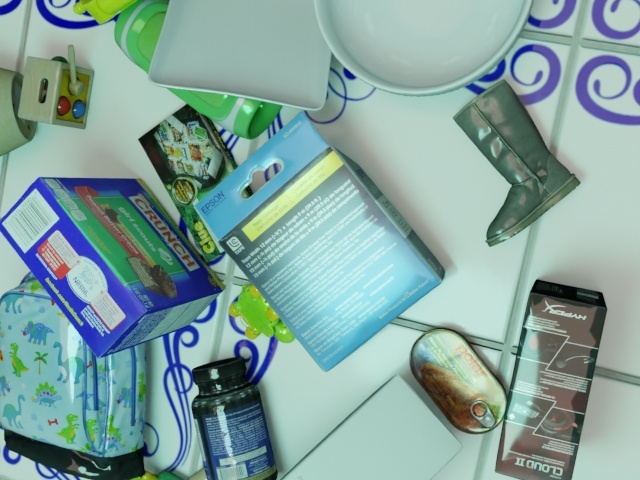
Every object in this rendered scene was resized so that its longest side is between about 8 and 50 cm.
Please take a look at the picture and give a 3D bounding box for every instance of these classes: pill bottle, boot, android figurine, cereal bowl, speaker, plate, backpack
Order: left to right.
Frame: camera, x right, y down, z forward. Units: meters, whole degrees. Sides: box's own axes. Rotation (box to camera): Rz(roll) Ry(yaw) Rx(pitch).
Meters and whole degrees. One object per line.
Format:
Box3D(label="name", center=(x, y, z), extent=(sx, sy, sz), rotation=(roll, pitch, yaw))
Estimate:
Box3D(label="backpack", center=(-0.439, 0.216, 1.453), extent=(0.290, 0.273, 0.356), rotation=(10, 83, 29))
Box3D(label="android figurine", center=(-0.309, -0.462, 1.391), extent=(0.272, 0.248, 0.056), rotation=(-21, 129, 29))
Box3D(label="speaker", center=(-0.207, -0.298, 1.406), extent=(0.296, 0.131, 0.131), rotation=(36, 102, 11))
Box3D(label="pill bottle", center=(-0.154, 0.319, 1.423), extent=(0.122, 0.123, 0.219), rotation=(-12, 89, 16))
Box3D(label="plate", center=(-0.115, -0.333, 1.338), extent=(0.277, 0.045, 0.277), rotation=(9, 63, -2))
Box3D(label="cereal bowl", center=(0.167, -0.388, 1.284), extent=(0.338, 0.141, 0.339), rotation=(1, 93, 17))
Box3D(label="boot", center=(0.280, -0.120, 1.300), extent=(0.189, 0.076, 0.208), rotation=(-40, 89, 0))

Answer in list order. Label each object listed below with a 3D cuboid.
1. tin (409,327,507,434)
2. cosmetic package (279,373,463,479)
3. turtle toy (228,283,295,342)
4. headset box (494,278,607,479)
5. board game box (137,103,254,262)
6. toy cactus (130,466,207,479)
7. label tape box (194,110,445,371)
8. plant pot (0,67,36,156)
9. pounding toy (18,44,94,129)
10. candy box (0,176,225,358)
Box3D(label="tin", center=(0.227, 0.228, 1.354), extent=(0.106, 0.040, 0.190), rotation=(-40, 82, 18))
Box3D(label="cosmetic package", center=(0.025, 0.391, 1.262), extent=(0.365, 0.197, 0.155), rotation=(-41, 80, -18))
Box3D(label="turtle toy", center=(-0.092, 0.126, 1.424), extent=(0.130, 0.066, 0.095), rotation=(52, 128, 5))
Box3D(label="headset box", center=(0.341, 0.218, 1.226), extent=(0.110, 0.218, 0.294), rotation=(11, 96, 16))
Box3D(label="board game box", center=(-0.209, -0.106, 1.467), extent=(0.136, 0.030, 0.260), rotation=(-31, 84, 13))
Box3D(label="toy cactus", center=(-0.249, 0.468, 1.479), extent=(0.180, 0.112, 0.219), rotation=(-47, 72, 3))
Box3D(label="label tape box", center=(0.000, 0.000, 1.350), extent=(0.249, 0.115, 0.348), rotation=(-40, 87, 15))
Box3D(label="plant pot", center=(-0.675, -0.229, 1.501), extent=(0.273, 0.256, 0.257), rotation=(-7, 91, 1))
Box3D(label="pounding toy", center=(-0.463, -0.277, 1.477), extent=(0.100, 0.130, 0.141), rotation=(13, 96, 15))
Box3D(label="candy box", center=(-0.328, 0.031, 1.358), extent=(0.122, 0.317, 0.268), rotation=(-42, 83, 13))
